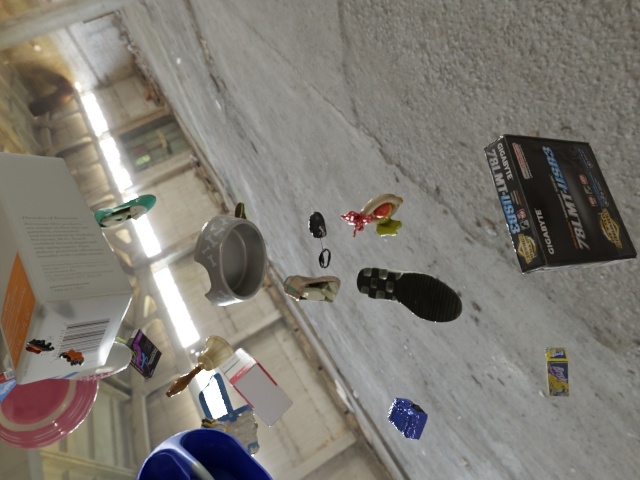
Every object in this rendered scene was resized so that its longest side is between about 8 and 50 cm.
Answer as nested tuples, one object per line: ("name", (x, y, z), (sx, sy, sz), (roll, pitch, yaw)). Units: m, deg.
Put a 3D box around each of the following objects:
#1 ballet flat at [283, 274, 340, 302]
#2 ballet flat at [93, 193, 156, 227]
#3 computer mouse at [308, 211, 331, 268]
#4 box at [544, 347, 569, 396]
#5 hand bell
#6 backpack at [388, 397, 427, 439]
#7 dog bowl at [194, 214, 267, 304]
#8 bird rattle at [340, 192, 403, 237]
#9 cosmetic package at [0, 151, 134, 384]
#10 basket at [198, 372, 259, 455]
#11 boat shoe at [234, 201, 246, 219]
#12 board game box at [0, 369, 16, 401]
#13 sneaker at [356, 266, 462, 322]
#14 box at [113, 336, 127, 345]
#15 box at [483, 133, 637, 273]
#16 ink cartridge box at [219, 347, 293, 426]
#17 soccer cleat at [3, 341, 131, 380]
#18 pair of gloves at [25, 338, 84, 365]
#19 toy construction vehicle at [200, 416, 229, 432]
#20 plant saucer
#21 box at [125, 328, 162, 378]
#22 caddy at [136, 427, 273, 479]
("ballet flat", (-0.004, 0.192, 1.582), (0.106, 0.316, 0.107), (30, 107, 39))
("ballet flat", (-0.757, -0.104, 1.647), (0.083, 0.247, 0.087), (82, 166, -56))
("computer mouse", (0.000, 0.000, 1.739), (0.041, 0.071, 0.242), (-125, 23, -81))
("box", (0.717, 0.400, 1.276), (0.054, 0.059, 0.169), (-65, -39, -50))
("hand bell", (-0.407, 0.425, 1.375), (0.126, 0.242, 0.126), (11, 115, 26))
("backpack", (0.275, 0.569, 1.375), (0.101, 0.098, 0.120), (24, -177, -23))
("dog bowl", (-0.323, 0.073, 1.593), (0.349, 0.102, 0.348), (-2, -90, -66))
("bird rattle", (0.221, -0.116, 1.701), (0.207, 0.254, 0.143), (-54, 41, 35))
("cosmetic package", (-0.581, 0.035, 0.884), (0.453, 0.161, 0.230), (47, 119, 29))
("basket", (-0.337, 0.624, 1.440), (0.289, 0.201, 0.254), (58, 142, 19))
("boat shoe", (-0.376, -0.104, 1.991), (0.056, 0.049, 0.152), (10, 93, 46))
("board game box", (-0.844, 0.392, 1.021), (0.281, 0.145, 0.027), (-37, 76, 33))
("sneaker", (0.275, 0.143, 1.219), (0.331, 0.146, 0.122), (18, 97, 44))
("box", (-0.933, 0.463, 1.817), (0.178, 0.109, 0.042), (33, 175, -32))
("box", (0.525, -0.083, 0.924), (0.073, 0.293, 0.295), (-40, 56, 58))
("ink cartridge box", (-0.203, 0.440, 1.289), (0.172, 0.100, 0.237), (53, 160, -11))
("soccer cleat", (-0.739, 0.357, 1.241), (0.143, 0.331, 0.116), (141, 127, -61))
("pair of gloves", (-0.405, 0.172, 0.644), (0.083, 0.010, 0.074), (29, 166, -23))
("toy construction vehicle", (-0.299, 0.523, 1.146), (0.098, 0.035, 0.086), (30, -166, -12))
("plant saucer", (-0.940, 0.516, 1.417), (0.332, 0.332, 0.084), (55, 158, 25))
("box", (-0.673, 0.429, 1.591), (0.116, 0.029, 0.162), (-82, -24, -49))
("caddy", (-0.244, 0.564, 0.912), (0.341, 0.241, 0.179), (26, 124, 36))
